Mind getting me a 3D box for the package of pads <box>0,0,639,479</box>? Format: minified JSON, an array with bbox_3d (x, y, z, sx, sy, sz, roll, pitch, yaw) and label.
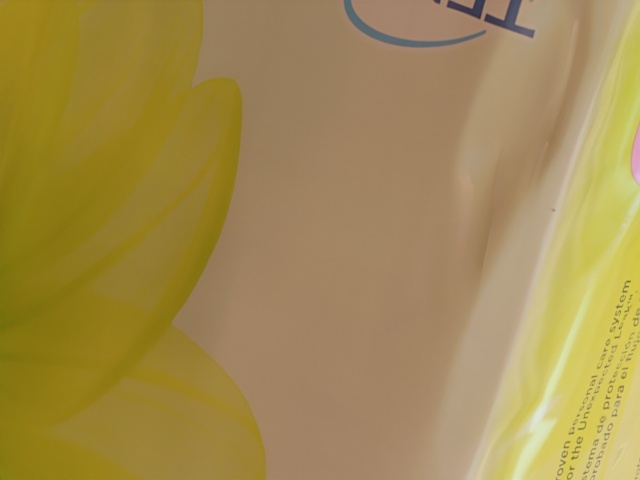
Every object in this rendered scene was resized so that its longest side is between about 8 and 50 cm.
[{"bbox_3d":[0.005,-0.043,0.509,0.229,0.101,0.297,27,-72,34],"label":"package of pads"}]
